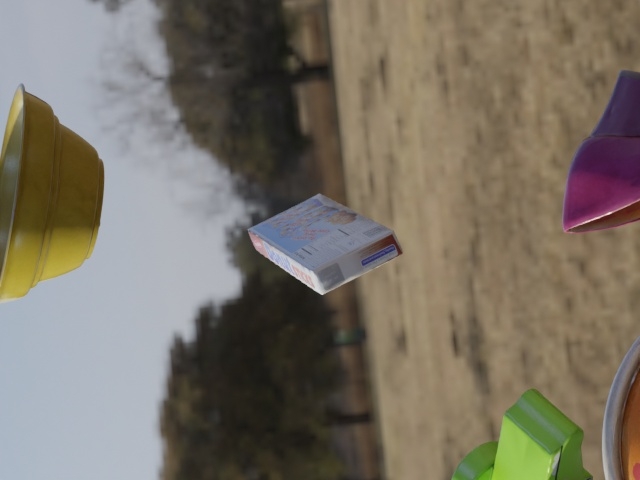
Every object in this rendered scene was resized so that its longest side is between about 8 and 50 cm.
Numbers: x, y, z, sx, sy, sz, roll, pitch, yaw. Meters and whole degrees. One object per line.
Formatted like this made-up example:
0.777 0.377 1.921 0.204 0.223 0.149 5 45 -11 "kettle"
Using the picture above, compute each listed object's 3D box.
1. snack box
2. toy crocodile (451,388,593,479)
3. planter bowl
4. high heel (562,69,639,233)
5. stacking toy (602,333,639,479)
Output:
0.000 0.000 1.296 0.022 0.064 0.178 66 169 -16 "snack box"
0.180 0.271 1.538 0.115 0.105 0.341 38 137 43 "toy crocodile"
-0.258 -0.035 1.718 0.217 0.090 0.217 -172 90 -75 "planter bowl"
0.417 -0.044 1.787 0.127 0.377 0.181 25 -94 -45 "high heel"
0.527 0.205 1.769 0.480 0.350 0.351 167 98 -70 "stacking toy"
